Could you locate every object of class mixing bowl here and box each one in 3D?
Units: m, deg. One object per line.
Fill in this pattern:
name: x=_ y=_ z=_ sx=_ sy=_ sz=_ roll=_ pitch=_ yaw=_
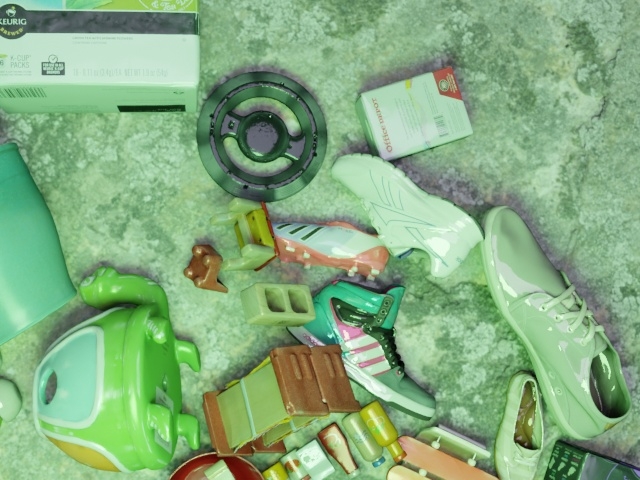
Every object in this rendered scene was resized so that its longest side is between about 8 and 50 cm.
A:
mixing bowl: x=-0.179 y=0.428 z=1.486 sx=0.181 sy=0.098 sz=0.182 roll=0 pitch=92 yaw=-13

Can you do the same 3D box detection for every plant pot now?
plant pot: x=-0.518 y=0.026 z=1.387 sx=0.271 sy=0.271 sz=0.255 roll=-33 pitch=98 yaw=-9

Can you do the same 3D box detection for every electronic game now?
electronic game: x=-0.101 y=-0.180 z=1.561 sx=0.229 sy=0.048 sz=0.230 roll=0 pitch=87 yaw=-10

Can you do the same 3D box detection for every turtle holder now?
turtle holder: x=-0.326 y=0.203 z=1.412 sx=0.227 sy=0.243 sz=0.321 roll=-7 pitch=92 yaw=6

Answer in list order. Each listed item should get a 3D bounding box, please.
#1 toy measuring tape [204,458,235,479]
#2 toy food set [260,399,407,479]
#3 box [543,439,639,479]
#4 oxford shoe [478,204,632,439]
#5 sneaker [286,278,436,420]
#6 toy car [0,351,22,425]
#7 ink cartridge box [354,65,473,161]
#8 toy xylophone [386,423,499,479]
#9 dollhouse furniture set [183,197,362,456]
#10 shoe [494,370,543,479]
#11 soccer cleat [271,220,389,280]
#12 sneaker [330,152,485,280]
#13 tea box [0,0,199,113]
toy measuring tape: x=-0.083 y=0.500 z=1.426 sx=0.121 sy=0.121 sz=0.330 roll=-32 pitch=79 yaw=-9
toy food set: x=0.024 y=0.371 z=1.511 sx=0.232 sy=0.111 sz=0.105 roll=-32 pitch=84 yaw=-3
box: x=0.465 y=0.508 z=1.559 sx=0.165 sy=0.143 sz=0.271 roll=20 pitch=85 yaw=-5
oxford shoe: x=0.413 y=0.136 z=1.556 sx=0.169 sy=0.130 sz=0.450 roll=-29 pitch=95 yaw=-40
sneaker: x=0.109 y=0.164 z=1.542 sx=0.295 sy=0.124 sz=0.178 roll=35 pitch=92 yaw=-4
toy car: x=-0.575 y=0.245 z=1.421 sx=0.159 sy=0.136 sz=0.182 roll=-25 pitch=91 yaw=-9
ink cartridge box: x=0.162 y=-0.218 z=1.590 sx=0.175 sy=0.072 sz=0.128 roll=-18 pitch=90 yaw=-9
toy xylophone: x=0.200 y=0.484 z=1.552 sx=0.236 sy=0.081 sz=0.323 roll=19 pitch=85 yaw=-8
dollhouse furniture set: x=-0.099 y=0.144 z=1.472 sx=0.152 sy=0.201 sz=0.374 roll=7 pitch=58 yaw=-45
shoe: x=0.355 y=0.343 z=1.595 sx=0.076 sy=0.058 sz=0.219 roll=6 pitch=86 yaw=-8
soccer cleat: x=0.000 y=0.000 z=1.559 sx=0.247 sy=0.083 sz=0.095 roll=14 pitch=65 yaw=-6
sneaker: x=0.128 y=-0.047 z=1.522 sx=0.297 sy=0.111 sz=0.129 roll=34 pitch=88 yaw=23
tea box: x=-0.361 y=-0.381 z=1.447 sx=0.328 sy=0.220 sz=0.324 roll=-2 pitch=87 yaw=-9
